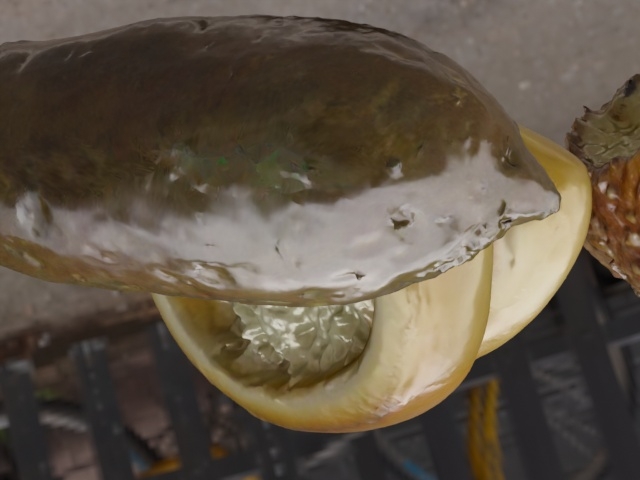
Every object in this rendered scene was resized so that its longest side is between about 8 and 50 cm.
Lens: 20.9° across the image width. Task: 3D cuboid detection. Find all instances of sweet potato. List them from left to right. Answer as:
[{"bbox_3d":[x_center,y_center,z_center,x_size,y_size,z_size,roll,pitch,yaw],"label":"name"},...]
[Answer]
[{"bbox_3d":[-0.102,-0.030,0.779,0.423,0.130,0.130,-4,167,23],"label":"sweet potato"}]

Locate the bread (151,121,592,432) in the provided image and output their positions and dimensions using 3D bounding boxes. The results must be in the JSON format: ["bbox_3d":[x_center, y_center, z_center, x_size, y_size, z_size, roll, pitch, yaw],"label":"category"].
[{"bbox_3d":[0.004,-0.026,1.422,0.245,0.329,0.424,-37,-161,-29],"label":"bread"}]

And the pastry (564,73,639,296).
[{"bbox_3d":[0.449,-0.039,1.811,0.292,0.337,0.405,-43,-170,-18],"label":"pastry"}]
